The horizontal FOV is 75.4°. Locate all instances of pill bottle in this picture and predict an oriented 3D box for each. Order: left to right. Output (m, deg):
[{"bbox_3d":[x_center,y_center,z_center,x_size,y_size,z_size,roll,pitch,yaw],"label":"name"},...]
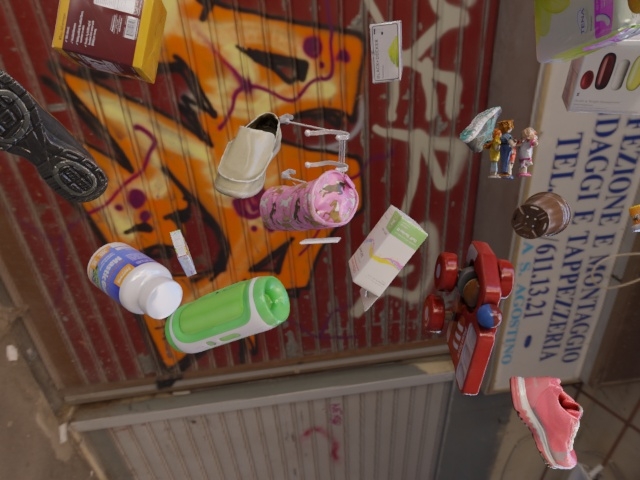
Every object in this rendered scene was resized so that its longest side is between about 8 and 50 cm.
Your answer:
[{"bbox_3d":[-0.525,0.117,1.181,0.272,0.152,0.152,22,-52,31],"label":"pill bottle"}]

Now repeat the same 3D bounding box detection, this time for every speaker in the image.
[{"bbox_3d":[-0.226,0.181,0.992,0.131,0.297,0.131,49,30,-40],"label":"speaker"}]

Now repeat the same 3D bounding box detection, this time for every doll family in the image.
[{"bbox_3d":[0.553,-0.272,1.247,0.263,0.119,0.163,-36,128,-80],"label":"doll family"}]

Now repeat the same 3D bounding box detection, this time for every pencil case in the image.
[{"bbox_3d":[-0.046,-0.110,1.254,0.386,0.160,0.166,2,-91,60],"label":"pencil case"}]

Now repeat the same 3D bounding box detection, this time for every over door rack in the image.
[{"bbox_3d":[-0.043,-0.286,1.448,0.324,0.108,0.239,28,-50,38],"label":"over door rack"}]

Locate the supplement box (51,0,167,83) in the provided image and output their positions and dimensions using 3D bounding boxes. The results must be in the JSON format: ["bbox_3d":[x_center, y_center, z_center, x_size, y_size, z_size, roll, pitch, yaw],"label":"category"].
[{"bbox_3d":[-0.499,-0.511,0.997,0.129,0.194,0.191,-147,-111,-80],"label":"supplement box"}]

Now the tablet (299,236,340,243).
[{"bbox_3d":[0.000,0.000,0.895,0.054,0.084,0.006,-41,128,-77],"label":"tablet"}]

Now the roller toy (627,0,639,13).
[{"bbox_3d":[0.330,-0.351,0.380,0.209,0.147,0.190,37,60,-54],"label":"roller toy"}]

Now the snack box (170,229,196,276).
[{"bbox_3d":[-0.448,0.043,1.354,0.141,0.037,0.100,97,-29,-59],"label":"snack box"}]

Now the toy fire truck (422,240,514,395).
[{"bbox_3d":[0.358,0.169,0.968,0.253,0.170,0.301,-80,177,-65],"label":"toy fire truck"}]

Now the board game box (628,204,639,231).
[{"bbox_3d":[0.825,-0.105,0.691,0.390,0.391,0.050,142,-60,-63],"label":"board game box"}]

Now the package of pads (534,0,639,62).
[{"bbox_3d":[0.587,-0.527,0.895,0.296,0.101,0.228,-110,-168,-78],"label":"package of pads"}]

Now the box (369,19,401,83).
[{"bbox_3d":[0.218,-0.616,1.342,0.290,0.087,0.169,-66,153,-61],"label":"box"}]

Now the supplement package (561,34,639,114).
[{"bbox_3d":[0.848,-0.494,1.213,0.149,0.195,0.202,-62,154,-49],"label":"supplement package"}]

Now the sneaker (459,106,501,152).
[{"bbox_3d":[0.463,-0.312,1.173,0.076,0.166,0.065,51,-17,-18],"label":"sneaker"}]

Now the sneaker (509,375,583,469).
[{"bbox_3d":[0.606,0.469,1.053,0.313,0.136,0.116,55,33,-16],"label":"sneaker"}]

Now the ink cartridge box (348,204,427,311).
[{"bbox_3d":[0.213,0.061,1.508,0.353,0.119,0.207,-55,-169,13],"label":"ink cartridge box"}]

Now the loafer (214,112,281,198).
[{"bbox_3d":[-0.148,-0.187,0.866,0.268,0.102,0.091,-76,178,-48],"label":"loafer"}]

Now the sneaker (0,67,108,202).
[{"bbox_3d":[-0.512,-0.191,0.736,0.130,0.109,0.286,44,-13,47],"label":"sneaker"}]

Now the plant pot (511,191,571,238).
[{"bbox_3d":[0.765,-0.081,1.459,0.167,0.165,0.166,16,-68,43],"label":"plant pot"}]
